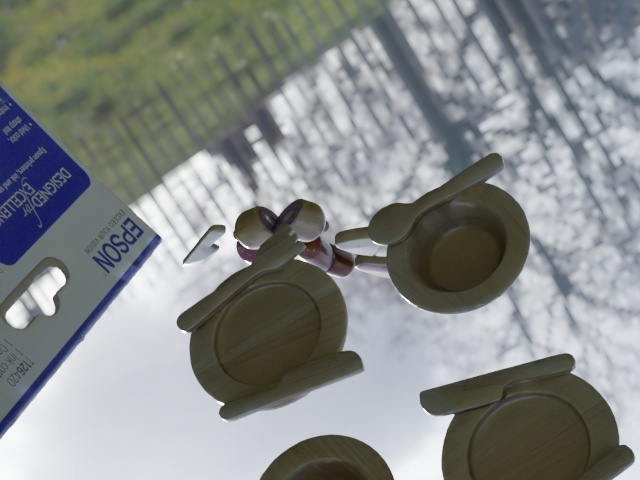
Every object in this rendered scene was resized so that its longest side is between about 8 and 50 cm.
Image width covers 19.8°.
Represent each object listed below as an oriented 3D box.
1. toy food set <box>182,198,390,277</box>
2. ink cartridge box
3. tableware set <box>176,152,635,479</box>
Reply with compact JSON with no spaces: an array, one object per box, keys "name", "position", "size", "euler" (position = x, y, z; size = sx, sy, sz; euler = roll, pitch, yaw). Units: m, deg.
[{"name":"toy food set","position":[0.000,0.000,0.871],"size":[0.122,0.019,0.078],"euler":[5,160,-18]},{"name":"ink cartridge box","position":[-0.278,-0.029,1.163],"size":[0.072,0.307,0.303],"euler":[-39,-171,29]},{"name":"tableware set","position":[0.025,0.051,0.661],"size":[0.141,0.020,0.169],"euler":[-25,-126,7]}]
